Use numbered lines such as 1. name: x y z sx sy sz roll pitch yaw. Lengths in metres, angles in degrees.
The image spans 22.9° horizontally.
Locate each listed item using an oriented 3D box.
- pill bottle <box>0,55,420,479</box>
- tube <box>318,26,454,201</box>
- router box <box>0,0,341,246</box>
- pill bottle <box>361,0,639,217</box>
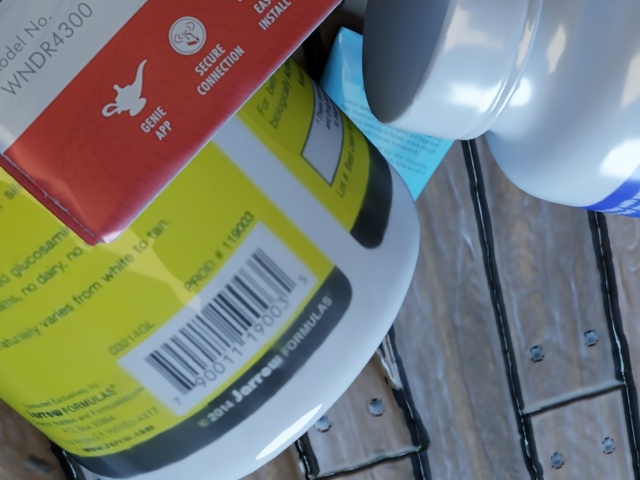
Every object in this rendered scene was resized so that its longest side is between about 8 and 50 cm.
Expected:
1. pill bottle: -0.129 -0.063 0.623 0.188 0.188 0.334 -38 117 14
2. tube: 0.000 0.000 0.785 0.080 0.052 0.207 19 112 -24
3. router box: -0.062 -0.220 0.452 0.335 0.082 0.301 -47 116 -3
4. pill bottle: 0.163 -0.082 0.698 0.272 0.152 0.152 9 121 -18
